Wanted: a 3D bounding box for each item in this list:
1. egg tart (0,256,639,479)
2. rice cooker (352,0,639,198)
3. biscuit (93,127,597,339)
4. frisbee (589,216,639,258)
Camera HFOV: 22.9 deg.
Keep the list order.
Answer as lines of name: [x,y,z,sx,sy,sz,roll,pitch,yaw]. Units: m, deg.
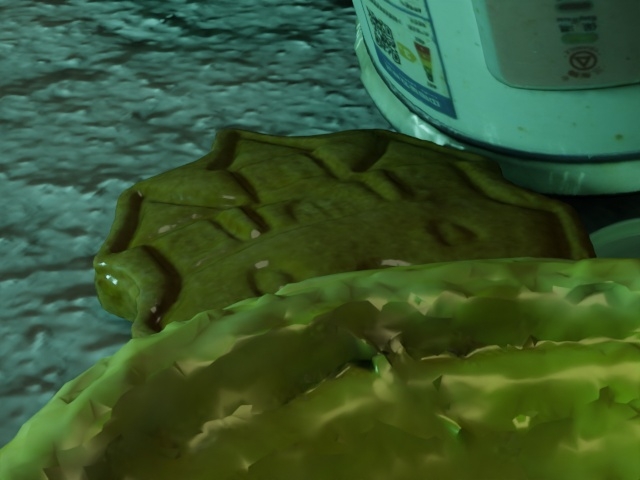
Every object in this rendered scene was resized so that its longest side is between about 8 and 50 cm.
egg tart: [0.072,0.129,0.285,0.345,0.132,0.345,1,28,-1]
rice cooker: [0.120,-0.169,0.685,0.316,0.317,0.264,3,51,3]
biscuit: [0.000,-0.002,0.616,0.182,0.034,0.215,-14,30,-21]
frisbee: [0.150,0.020,0.617,0.110,0.014,0.110,0,29,0]
